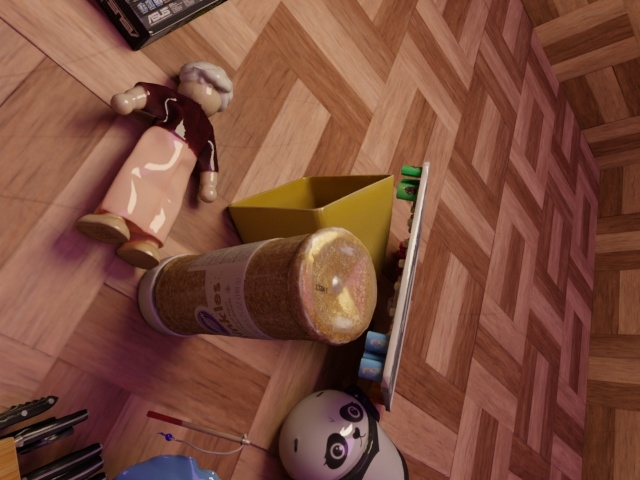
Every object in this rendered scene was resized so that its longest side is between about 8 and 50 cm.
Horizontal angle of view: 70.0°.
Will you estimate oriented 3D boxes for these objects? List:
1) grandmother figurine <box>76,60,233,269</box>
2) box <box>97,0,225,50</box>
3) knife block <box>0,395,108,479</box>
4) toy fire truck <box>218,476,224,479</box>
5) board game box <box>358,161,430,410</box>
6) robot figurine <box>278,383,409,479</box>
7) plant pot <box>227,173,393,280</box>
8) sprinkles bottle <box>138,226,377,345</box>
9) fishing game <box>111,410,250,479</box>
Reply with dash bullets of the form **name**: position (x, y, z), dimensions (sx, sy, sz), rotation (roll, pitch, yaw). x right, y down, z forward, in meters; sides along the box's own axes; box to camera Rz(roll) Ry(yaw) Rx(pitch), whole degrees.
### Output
- **grandmother figurine**: position (-0.223, -0.142, 0.676), dimensions (0.208, 0.103, 0.343), rotation (63, 39, -52)
- **box**: position (-0.255, -0.457, 0.714), dimensions (0.216, 0.060, 0.270), rotation (54, 50, -23)
- **knife block**: position (-0.343, 0.268, 0.426), dimensions (0.242, 0.088, 0.276), rotation (52, 29, -32)
- **toy fire truck**: position (-0.149, 0.494, 0.626), dimensions (0.217, 0.158, 0.247), rotation (-43, 131, -36)
- **board game box**: position (0.148, 0.110, 0.889), dimensions (0.390, 0.050, 0.390), rotation (71, 31, -63)
- **robot figurine**: position (0.049, 0.388, 0.799), dimensions (0.173, 0.209, 0.278), rotation (-35, 114, -2)
- **plant pot**: position (0.000, 0.000, 0.807), dimensions (0.212, 0.212, 0.187), rotation (-29, 115, -44)
- **sprinkles bottle**: position (-0.100, 0.063, 0.575), dimensions (0.121, 0.355, 0.121), rotation (9, 77, -44)
- **fishing game**: position (-0.182, 0.349, 0.533), dimensions (0.189, 0.041, 0.264), rotation (20, 65, -10)
